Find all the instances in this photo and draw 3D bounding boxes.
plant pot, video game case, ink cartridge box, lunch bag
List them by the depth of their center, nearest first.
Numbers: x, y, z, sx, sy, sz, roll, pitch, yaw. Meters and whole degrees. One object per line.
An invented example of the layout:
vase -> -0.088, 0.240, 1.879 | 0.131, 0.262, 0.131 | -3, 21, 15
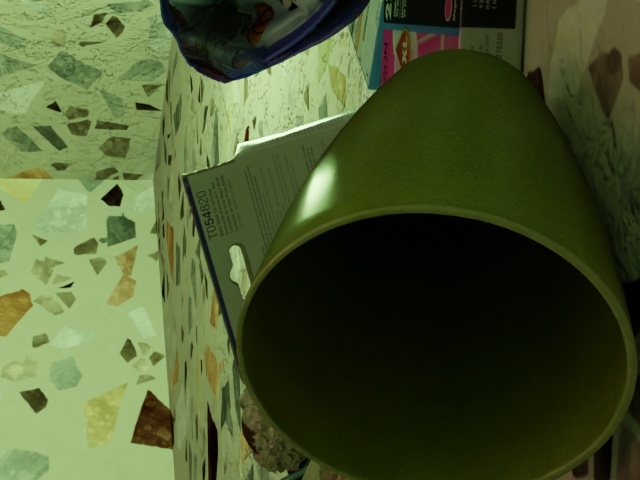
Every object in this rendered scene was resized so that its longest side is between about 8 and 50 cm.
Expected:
plant pot -> 0.097, -0.006, 1.267 | 0.293, 0.274, 0.275 | -78, -2, -50
ink cartridge box -> 0.000, 0.000, 1.593 | 0.045, 0.224, 0.223 | -128, 22, -68
ink cartridge box -> 0.111, -0.200, 1.606 | 0.371, 0.069, 0.176 | -139, 50, -78
lunch bag -> -0.016, -0.377, 1.627 | 0.385, 0.239, 0.328 | 116, 175, -50
video game case -> 0.056, -0.271, 1.985 | 0.166, 0.015, 0.119 | -104, 18, -51

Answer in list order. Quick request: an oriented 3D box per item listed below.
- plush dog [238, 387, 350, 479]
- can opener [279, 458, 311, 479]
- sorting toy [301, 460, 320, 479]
plush dog -> 0.079, 0.212, 1.559 | 0.225, 0.210, 0.262 | 9, 128, 64
can opener -> -0.014, 0.290, 2.020 | 0.059, 0.073, 0.186 | 59, -153, -2
sorting toy -> -0.008, 0.389, 1.876 | 0.255, 0.089, 0.257 | 77, -143, -70
